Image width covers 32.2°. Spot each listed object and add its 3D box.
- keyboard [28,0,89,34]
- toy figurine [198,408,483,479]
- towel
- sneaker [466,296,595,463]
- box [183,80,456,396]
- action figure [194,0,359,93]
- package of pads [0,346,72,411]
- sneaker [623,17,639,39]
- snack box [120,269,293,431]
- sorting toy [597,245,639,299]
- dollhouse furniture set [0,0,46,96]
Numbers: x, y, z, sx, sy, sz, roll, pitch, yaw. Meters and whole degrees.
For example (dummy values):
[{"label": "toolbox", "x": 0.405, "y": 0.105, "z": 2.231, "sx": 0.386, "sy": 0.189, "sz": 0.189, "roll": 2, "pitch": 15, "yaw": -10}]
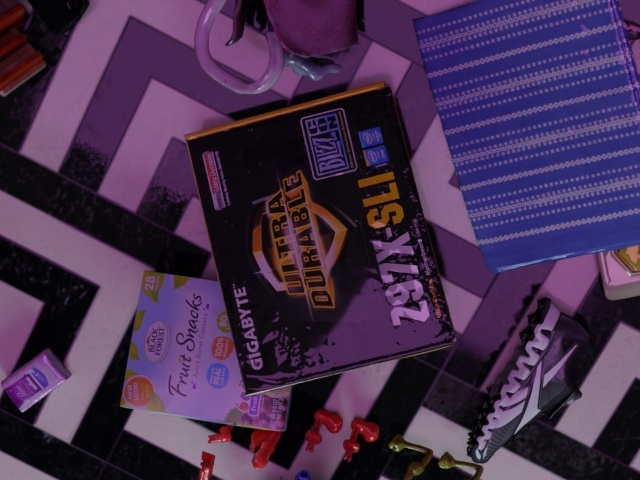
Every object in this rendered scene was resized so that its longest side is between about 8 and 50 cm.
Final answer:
[{"label": "keyboard", "x": -0.342, "y": -0.352, "z": 1.345, "sx": 0.100, "sy": 0.038, "sz": 0.192, "roll": -29, "pitch": 102, "yaw": 34}, {"label": "toy figurine", "x": 0.014, "y": 0.368, "z": 1.456, "sx": 0.363, "sy": 0.191, "sz": 0.217, "roll": 16, "pitch": 132, "yaw": 2}, {"label": "towel", "x": 0.269, "y": -0.135, "z": 1.321, "sx": 0.243, "sy": 0.040, "sz": 0.336, "roll": -13, "pitch": 102, "yaw": 24}, {"label": "sneaker", "x": 0.271, "y": 0.194, "z": 1.400, "sx": 0.106, "sy": 0.078, "sz": 0.234, "roll": 27, "pitch": 102, "yaw": 0}, {"label": "box", "x": 0.000, "y": 0.000, "z": 1.322, "sx": 0.257, "sy": 0.079, "sz": 0.322, "roll": -14, "pitch": 83, "yaw": 4}, {"label": "action figure", "x": -0.044, "y": -0.376, "z": 1.176, "sx": 0.248, "sy": 0.276, "sz": 0.370, "roll": 26, "pitch": 128, "yaw": 33}, {"label": "package of pads", "x": -0.376, "y": 0.183, "z": 1.468, "sx": 0.083, "sy": 0.032, "sz": 0.050, "roll": -36, "pitch": 96, "yaw": 11}, {"label": "sneaker", "x": 0.321, "y": -0.234, "z": 1.315, "sx": 0.119, "sy": 0.047, "sz": 0.057, "roll": -2, "pitch": 109, "yaw": 12}, {"label": "snack box", "x": -0.132, "y": 0.139, "z": 1.392, "sx": 0.207, "sy": 0.070, "sz": 0.174, "roll": 7, "pitch": 81, "yaw": 3}, {"label": "sorting toy", "x": 0.428, "y": -0.037, "z": 1.354, "sx": 0.193, "sy": 0.038, "sz": 0.208, "roll": -12, "pitch": 102, "yaw": 7}, {"label": "dollhouse furniture set", "x": -0.372, "y": -0.275, "z": 1.238, "sx": 0.262, "sy": 0.259, "sz": 0.135, "roll": -41, "pitch": 89, "yaw": -19}]
